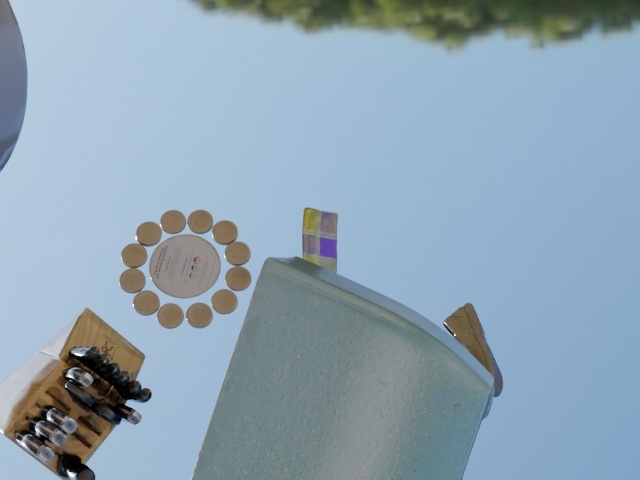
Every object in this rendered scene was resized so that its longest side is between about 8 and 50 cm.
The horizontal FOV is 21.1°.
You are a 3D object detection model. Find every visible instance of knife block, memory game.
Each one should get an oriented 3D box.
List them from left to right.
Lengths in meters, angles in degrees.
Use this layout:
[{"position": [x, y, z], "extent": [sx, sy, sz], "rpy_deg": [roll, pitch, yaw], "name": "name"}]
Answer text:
[{"position": [-0.279, 0.195, 1.757], "extent": [0.275, 0.088, 0.242], "rpy_deg": [-39, -163, 32], "name": "knife block"}, {"position": [-0.184, 0.038, 2.345], "extent": [0.186, 0.012, 0.186], "rpy_deg": [0, -117, -1], "name": "memory game"}]

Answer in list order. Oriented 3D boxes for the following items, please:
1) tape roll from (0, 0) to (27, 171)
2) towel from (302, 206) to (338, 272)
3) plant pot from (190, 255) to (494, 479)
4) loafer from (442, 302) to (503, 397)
[{"position": [-0.300, -0.105, 1.090], "extent": [0.219, 0.219, 0.072], "rpy_deg": [0, -163, 13], "name": "tape roll"}, {"position": [0.000, 0.000, 2.222], "extent": [0.060, 0.083, 0.009], "rpy_deg": [15, 162, -40], "name": "towel"}, {"position": [0.039, 0.171, 1.747], "extent": [0.252, 0.247, 0.248], "rpy_deg": [18, -178, 6], "name": "plant pot"}, {"position": [0.196, 0.147, 2.216], "extent": [0.050, 0.056, 0.148], "rpy_deg": [-23, -136, 8], "name": "loafer"}]
